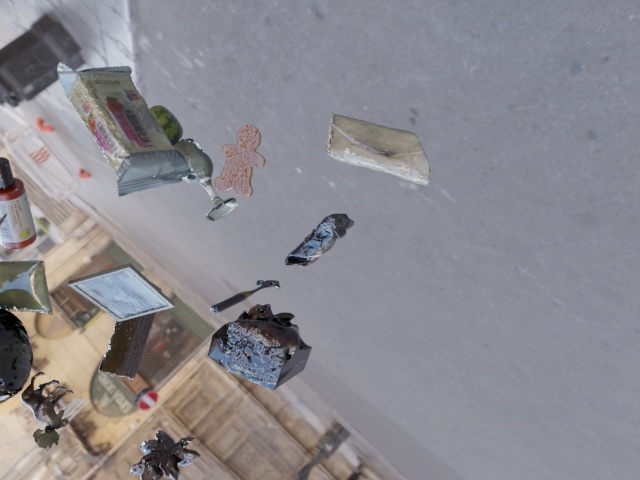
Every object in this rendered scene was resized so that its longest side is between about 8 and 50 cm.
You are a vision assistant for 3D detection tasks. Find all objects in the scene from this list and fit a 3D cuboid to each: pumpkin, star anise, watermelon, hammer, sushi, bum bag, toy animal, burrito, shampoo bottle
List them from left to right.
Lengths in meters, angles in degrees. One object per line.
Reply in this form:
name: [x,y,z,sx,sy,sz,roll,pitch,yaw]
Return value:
pumpkin: [-1.017,0.355,1.691,0.321,0.320,0.192,36,-168,25]
shampoo bottle: [-0.913,-0.112,1.635,0.104,0.104,0.278,34,134,31]
toy animal: [-0.864,0.540,1.758,0.214,0.186,0.093,28,159,21]
watermelon: [-0.565,-0.361,1.951,0.129,0.303,0.159,32,140,3]
star anise: [-0.482,0.663,1.696,0.213,0.197,0.073,3,122,24]
hammer: [-0.162,0.120,1.227,0.078,0.201,0.021,-4,101,34]
sushi: [-0.175,0.306,1.711,0.227,0.215,0.212,31,121,25]
bum bag: [0.000,0.000,2.115,0.340,0.144,0.095,-46,60,35]
burrito: [0.161,-0.249,1.539,0.300,0.143,0.105,14,147,-7]

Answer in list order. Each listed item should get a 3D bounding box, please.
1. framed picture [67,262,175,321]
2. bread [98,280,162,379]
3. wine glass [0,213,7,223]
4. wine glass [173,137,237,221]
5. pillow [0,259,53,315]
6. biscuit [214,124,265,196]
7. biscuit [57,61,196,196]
framed picture: [-0.688,0.189,1.958,0.315,0.232,0.024,62,-166,-56]
bread: [-0.791,0.368,2.348,0.113,0.416,0.165,10,158,9]
wine glass: [-0.845,-0.074,1.341,0.155,0.073,0.073,32,169,-27]
wine glass: [-0.440,-0.228,2.070,0.321,0.144,0.143,56,164,10]
pillow: [-0.995,0.148,1.770,0.303,0.075,0.184,0,106,11]
biscuit: [-0.269,-0.278,1.942,0.166,0.249,0.036,18,-174,11]
biscuit: [-0.408,-0.239,1.178,0.079,0.186,0.309,-42,75,39]
